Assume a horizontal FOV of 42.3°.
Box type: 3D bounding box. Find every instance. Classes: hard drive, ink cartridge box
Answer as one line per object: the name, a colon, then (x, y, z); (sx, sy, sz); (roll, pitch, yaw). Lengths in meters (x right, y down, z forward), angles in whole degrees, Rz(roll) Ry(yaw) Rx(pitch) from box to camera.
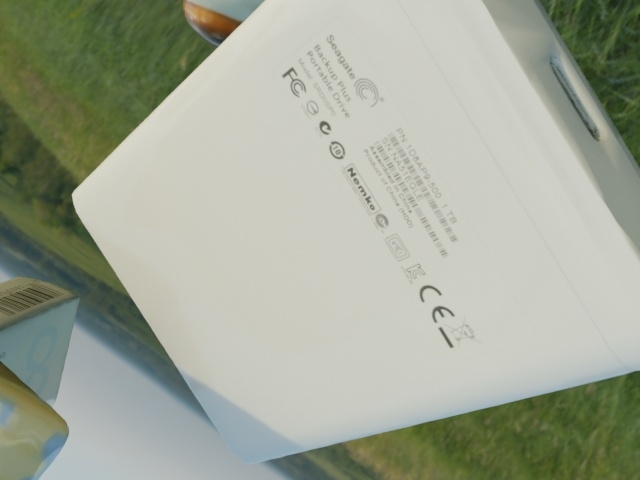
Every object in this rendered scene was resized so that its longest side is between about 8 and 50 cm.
hard drive: (0.000, 0.000, 0.470); (0.353, 0.047, 0.233); (-29, 94, 47)
ink cartridge box: (-0.399, 0.252, 0.865); (0.091, 0.384, 0.308); (16, -167, 10)

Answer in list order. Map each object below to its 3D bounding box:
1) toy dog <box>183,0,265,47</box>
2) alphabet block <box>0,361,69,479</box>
toy dog: (-0.117, -0.394, 0.837); (0.395, 0.284, 0.408); (42, 177, 44)
alphabet block: (-0.295, 0.097, 0.438); (0.193, 0.192, 0.197); (23, 160, 38)
